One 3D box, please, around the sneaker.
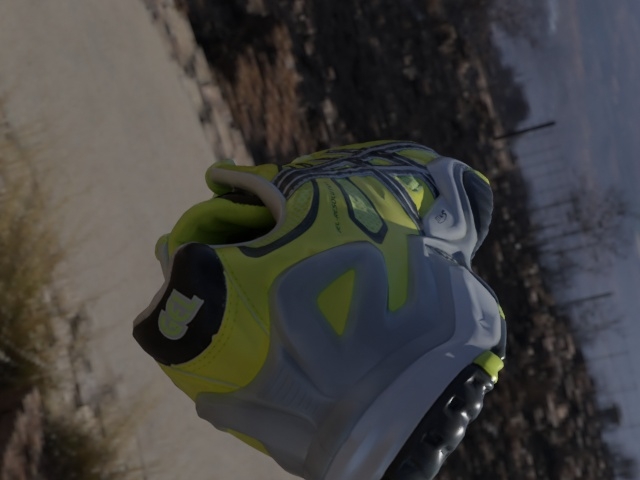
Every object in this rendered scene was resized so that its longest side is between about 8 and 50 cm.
[{"bbox_3d":[0.000,0.000,0.680,0.147,0.145,0.385,32,11,-8],"label":"sneaker"}]
